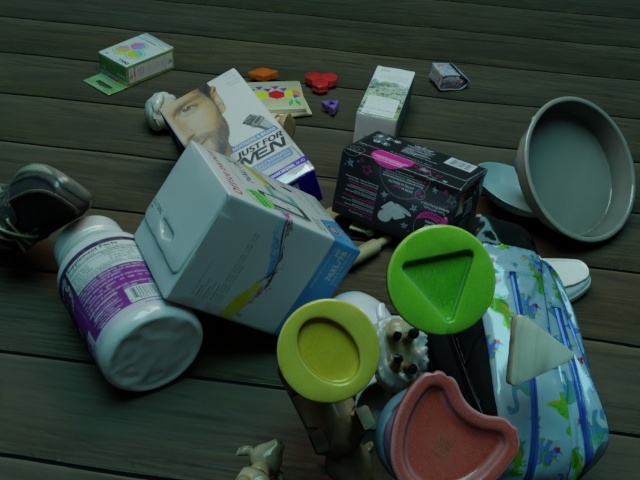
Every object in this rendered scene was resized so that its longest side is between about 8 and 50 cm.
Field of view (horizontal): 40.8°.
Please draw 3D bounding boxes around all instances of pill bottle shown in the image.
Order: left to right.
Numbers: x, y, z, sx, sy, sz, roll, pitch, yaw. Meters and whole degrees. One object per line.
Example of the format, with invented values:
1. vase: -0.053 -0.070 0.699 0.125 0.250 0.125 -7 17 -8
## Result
1. pill bottle: -0.327 0.090 1.401 0.169 0.169 0.301 -19 43 -25

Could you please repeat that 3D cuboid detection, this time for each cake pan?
1. cake pan: 0.500 -0.136 1.701 0.293 0.293 0.054 -25 3 -30

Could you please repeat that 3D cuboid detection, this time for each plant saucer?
1. plant saucer: 0.399 -0.094 1.761 0.195 0.037 0.195 15 31 -10

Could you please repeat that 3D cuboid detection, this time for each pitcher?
1. pitcher: 0.083 0.160 1.339 0.125 0.178 0.207 16 32 -30

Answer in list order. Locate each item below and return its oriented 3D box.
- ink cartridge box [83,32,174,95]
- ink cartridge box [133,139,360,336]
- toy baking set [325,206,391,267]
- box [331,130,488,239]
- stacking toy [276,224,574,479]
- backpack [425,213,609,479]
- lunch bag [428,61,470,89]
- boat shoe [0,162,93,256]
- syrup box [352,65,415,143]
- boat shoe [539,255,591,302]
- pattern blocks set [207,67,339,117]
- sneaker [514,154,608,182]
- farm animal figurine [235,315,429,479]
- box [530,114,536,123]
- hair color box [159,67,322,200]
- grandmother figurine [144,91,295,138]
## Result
1. ink cartridge box: -0.476 -0.439 2.133 0.109 0.062 0.209 31 47 29
2. ink cartridge box: -0.122 0.005 1.393 0.270 0.197 0.198 23 18 -37
3. toy baking set: 0.006 0.002 1.648 0.197 0.030 0.256 23 36 32
4. box: 0.172 -0.097 1.673 0.247 0.142 0.163 23 28 21
5. stacking toy: 0.124 0.144 1.069 0.279 0.130 0.309 -44 93 -7
6. backpack: 0.257 0.195 1.238 0.273 0.290 0.355 18 45 -8
7. lunch bag: 0.327 -0.416 2.169 0.083 0.053 0.071 -2 40 -21
8. boat shoe: -0.517 -0.034 1.504 0.355 0.132 0.130 -13 49 49
9. syrup box: 0.148 -0.304 1.981 0.093 0.096 0.237 13 39 9
10. boat shoe: 0.366 0.066 1.536 0.277 0.096 0.098 -10 40 -16
11. pattern blocks set: -0.118 -0.335 2.057 0.325 0.026 0.285 2 39 -2
12. sneaker: 0.488 -0.146 1.793 0.232 0.081 0.090 15 27 -25
13. farm animal figurine: 0.001 0.280 1.177 0.330 0.172 0.326 -6 75 -6
14. box: 0.478 -0.222 1.869 0.027 0.137 0.094 27 45 26
15. hair color box: -0.162 -0.174 1.707 0.185 0.110 0.339 -31 55 -9
16. grandmother figurine: -0.241 -0.255 1.897 0.342 0.104 0.208 16 43 19
